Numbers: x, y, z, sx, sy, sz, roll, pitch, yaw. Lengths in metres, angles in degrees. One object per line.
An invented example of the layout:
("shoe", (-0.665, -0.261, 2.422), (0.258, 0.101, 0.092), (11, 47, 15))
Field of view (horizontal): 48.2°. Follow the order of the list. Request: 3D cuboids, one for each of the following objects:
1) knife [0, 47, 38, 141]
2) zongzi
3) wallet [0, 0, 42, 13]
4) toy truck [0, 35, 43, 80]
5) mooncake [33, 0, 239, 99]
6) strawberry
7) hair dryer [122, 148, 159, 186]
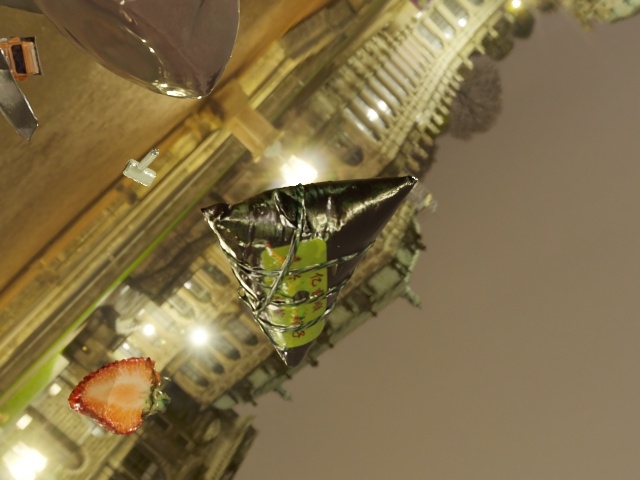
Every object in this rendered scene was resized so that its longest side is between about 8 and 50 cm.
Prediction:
("knife", (-0.542, -0.267, 1.215), (0.060, 0.230, 0.028), (-20, -141, -7))
("zongzi", (0.000, 0.000, 1.291), (0.362, 0.319, 0.383), (-15, 148, -4))
("wallet", (-0.503, -0.461, 1.143), (0.244, 0.124, 0.025), (125, -29, -59))
("toy truck", (-0.606, -0.364, 1.426), (0.092, 0.083, 0.192), (-10, -161, -14))
("mooncake", (-0.210, -0.273, 0.826), (0.133, 0.244, 0.245), (-69, -168, -10))
("strawberry", (-0.487, 0.363, 1.698), (0.106, 0.286, 0.188), (-2, -105, 32))
("hair dryer", (-0.362, -0.162, 1.501), (0.124, 0.063, 0.038), (-33, -143, 45))
